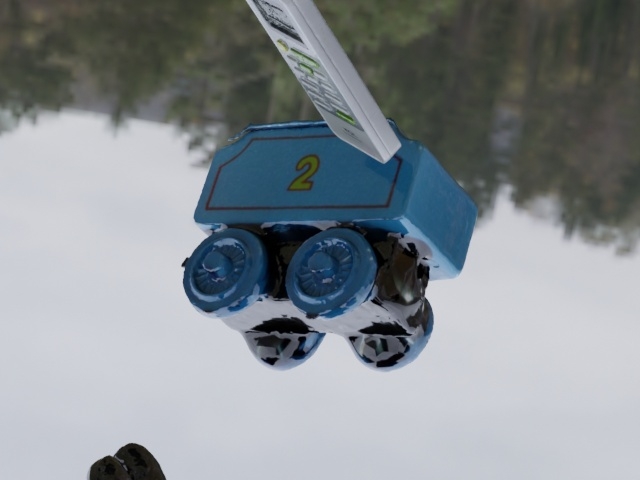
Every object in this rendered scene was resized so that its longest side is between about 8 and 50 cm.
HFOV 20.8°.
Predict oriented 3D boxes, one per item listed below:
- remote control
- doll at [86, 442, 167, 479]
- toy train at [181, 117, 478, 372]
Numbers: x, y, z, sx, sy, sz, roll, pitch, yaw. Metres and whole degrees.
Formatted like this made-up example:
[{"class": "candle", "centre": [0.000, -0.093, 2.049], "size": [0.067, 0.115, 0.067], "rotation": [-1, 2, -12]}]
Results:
[{"class": "remote control", "centre": [-0.002, -0.180, 1.766], "size": [0.103, 0.034, 0.250], "rotation": [34, 164, 46]}, {"class": "doll", "centre": [-0.246, 0.325, 1.985], "size": [0.135, 0.143, 0.234], "rotation": [52, -168, 9]}, {"class": "toy train", "centre": [0.000, 0.000, 1.947], "size": [0.300, 0.265, 0.188], "rotation": [-1, 151, 35]}]
